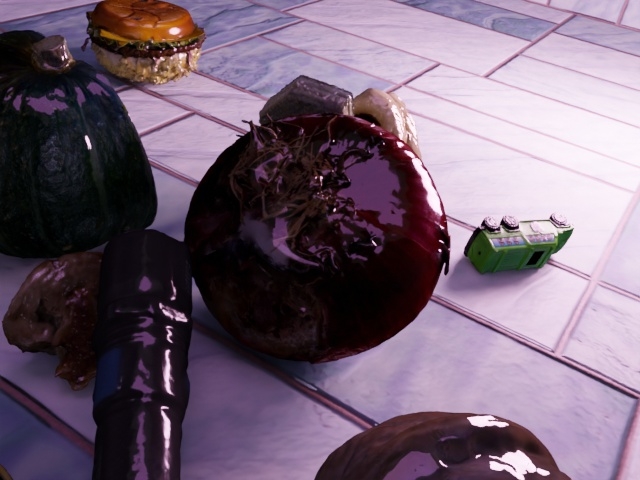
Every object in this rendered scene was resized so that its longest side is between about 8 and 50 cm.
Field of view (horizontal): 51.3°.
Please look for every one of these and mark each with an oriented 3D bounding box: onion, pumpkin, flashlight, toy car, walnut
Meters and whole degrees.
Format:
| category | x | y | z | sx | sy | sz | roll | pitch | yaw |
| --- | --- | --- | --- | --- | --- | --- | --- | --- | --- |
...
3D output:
| category | x | y | z | sx | sy | sz | roll | pitch | yaw |
| --- | --- | --- | --- | --- | --- | --- | --- | --- | --- |
| onion | 0.000 | 0.000 | 0.788 | 0.314 | 0.232 | 0.313 | -5 | 63 | 10 |
| pumpkin | -0.371 | -0.103 | 0.820 | 0.293 | 0.263 | 0.197 | 28 | 45 | 27 |
| flashlight | -0.151 | 0.164 | 0.567 | 0.103 | 0.103 | 0.423 | 0 | 46 | -13 |
| toy car | 0.296 | 0.005 | 0.976 | 0.165 | 0.071 | 0.062 | -4 | 52 | -18 |
| walnut | 0.099 | 0.229 | 0.505 | 0.224 | 0.224 | 0.224 | 6 | 35 | -4 |

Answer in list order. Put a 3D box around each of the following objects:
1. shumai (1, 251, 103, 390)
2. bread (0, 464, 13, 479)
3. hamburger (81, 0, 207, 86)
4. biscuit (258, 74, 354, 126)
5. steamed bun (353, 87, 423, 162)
| category | x | y | z | sx | sy | sz | roll | pitch | yaw |
| --- | --- | --- | --- | --- | --- | --- | --- | --- | --- |
| shumai | -0.251 | 0.078 | 0.713 | 0.105 | 0.123 | 0.139 | 26 | 23 | 5 |
| bread | -0.311 | 0.212 | 0.526 | 0.156 | 0.064 | 0.117 | 37 | 25 | 12 |
| hamburger | -0.360 | -0.406 | 1.356 | 0.243 | 0.138 | 0.261 | -5 | 37 | -22 |
| biscuit | -0.015 | -0.124 | 0.942 | 0.147 | 0.250 | 0.046 | 25 | 57 | 21 |
| steamed bun | 0.086 | -0.159 | 1.048 | 0.141 | 0.155 | 0.172 | 18 | 14 | 41 |
